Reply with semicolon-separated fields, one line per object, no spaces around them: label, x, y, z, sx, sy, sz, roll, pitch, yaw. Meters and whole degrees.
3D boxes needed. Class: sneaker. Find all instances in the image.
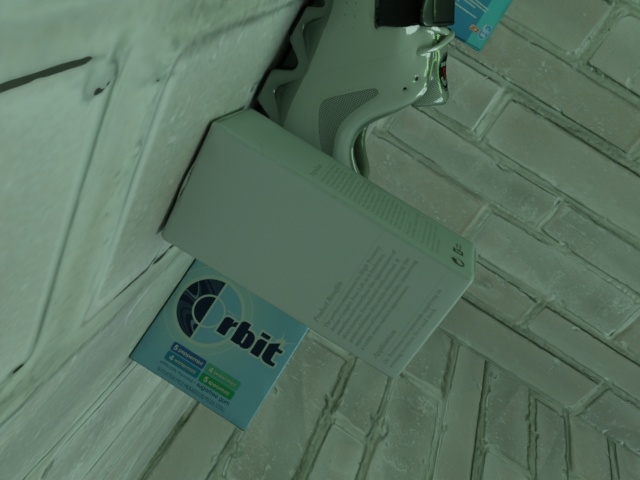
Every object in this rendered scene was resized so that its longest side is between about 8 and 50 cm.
sneaker;0.067;-0.191;0.517;0.331;0.146;0.122;-60;177;31

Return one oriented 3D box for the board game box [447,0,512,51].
board game box;0.206;-0.393;0.663;0.253;0.079;0.336;-13;139;-60

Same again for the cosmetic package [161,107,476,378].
cosmetic package;0.000;0.000;0.509;0.117;0.231;0.085;-57;179;25

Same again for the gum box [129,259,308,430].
gum box;-0.104;0.101;0.722;0.184;0.157;0.041;-58;180;-10
